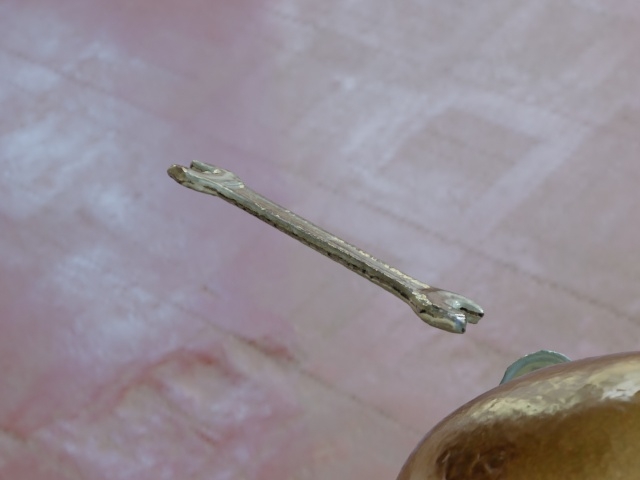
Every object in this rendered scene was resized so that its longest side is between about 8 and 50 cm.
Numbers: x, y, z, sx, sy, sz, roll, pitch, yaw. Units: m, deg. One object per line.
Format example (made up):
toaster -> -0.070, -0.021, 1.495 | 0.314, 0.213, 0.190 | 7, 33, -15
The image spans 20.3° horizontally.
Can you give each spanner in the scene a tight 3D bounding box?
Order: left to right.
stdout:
spanner -> 0.000, 0.000, 1.357 | 0.302, 0.017, 0.071 | 28, 18, 32

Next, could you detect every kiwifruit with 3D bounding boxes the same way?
kiwifruit -> 0.142, 0.154, 0.910 | 0.234, 0.196, 0.196 | -10, 37, 35

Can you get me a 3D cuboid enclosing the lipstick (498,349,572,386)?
lipstick -> 0.201, 0.165, 1.247 | 0.068, 0.274, 0.061 | -45, 48, -4
